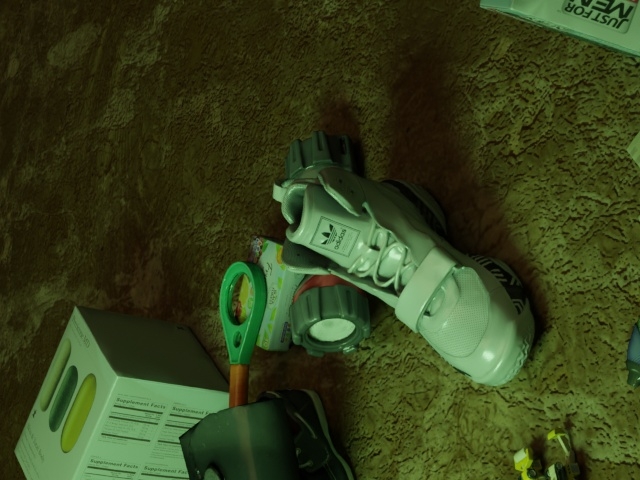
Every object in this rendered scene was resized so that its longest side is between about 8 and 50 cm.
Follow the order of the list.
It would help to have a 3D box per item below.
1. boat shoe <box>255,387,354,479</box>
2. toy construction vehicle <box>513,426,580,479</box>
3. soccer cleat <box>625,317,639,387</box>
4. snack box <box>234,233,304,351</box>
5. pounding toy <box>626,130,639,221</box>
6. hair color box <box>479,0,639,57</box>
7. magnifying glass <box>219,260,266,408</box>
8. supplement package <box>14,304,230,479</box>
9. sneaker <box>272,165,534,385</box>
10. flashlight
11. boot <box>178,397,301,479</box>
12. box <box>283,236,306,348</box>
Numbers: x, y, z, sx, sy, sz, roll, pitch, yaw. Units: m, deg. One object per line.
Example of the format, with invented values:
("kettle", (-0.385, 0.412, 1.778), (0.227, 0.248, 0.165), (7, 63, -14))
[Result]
("boat shoe", (-0.020, 0.285, 1.926), (0.084, 0.079, 0.233), (-53, 43, 29))
("toy construction vehicle", (0.243, 0.259, 1.604), (0.086, 0.035, 0.098), (126, 143, -47))
("soccer cleat", (0.397, 0.104, 1.379), (0.289, 0.093, 0.121), (11, 82, 55))
("snack box", (-0.068, 0.070, 2.042), (0.100, 0.037, 0.141), (19, 99, 54))
("pounding toy", (0.366, -0.082, 1.436), (0.130, 0.141, 0.100), (-56, 40, 28))
("hair color box", (0.317, -0.390, 1.545), (0.113, 0.185, 0.374), (-139, 66, -74))
("magnifying glass", (-0.109, 0.143, 2.032), (0.092, 0.026, 0.231), (-8, 79, 55))
("supplement package", (-0.291, 0.268, 2.208), (0.199, 0.198, 0.263), (48, 118, 50))
("sneaker", (0.082, 0.035, 1.741), (0.137, 0.210, 0.366), (-62, 37, 21))
("flashlight", (0.000, 0.000, 1.943), (0.103, 0.103, 0.304), (124, 147, -44))
("boot", (-0.023, 0.400, 1.781), (0.367, 0.146, 0.445), (-26, 67, 49))
("box", (-0.030, 0.051, 2.055), (0.162, 0.029, 0.116), (-54, 42, 29))
